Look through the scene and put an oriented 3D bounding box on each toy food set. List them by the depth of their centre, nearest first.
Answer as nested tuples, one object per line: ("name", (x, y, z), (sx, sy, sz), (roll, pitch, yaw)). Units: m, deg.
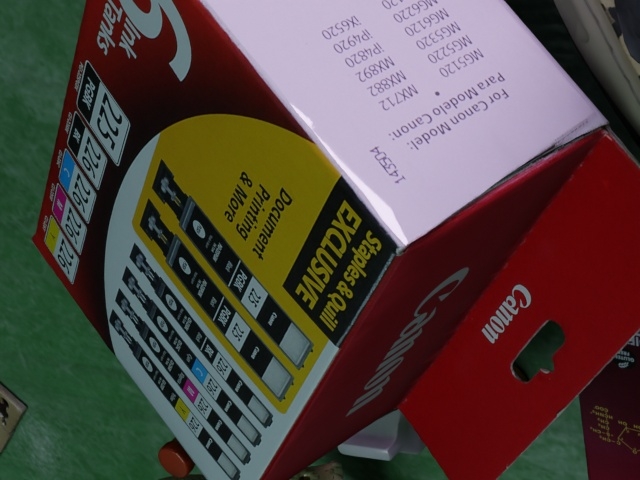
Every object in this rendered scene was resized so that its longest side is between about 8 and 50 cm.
("toy food set", (0.002, 0.094, 1.027), (0.232, 0.104, 0.111), (4, 124, 37))

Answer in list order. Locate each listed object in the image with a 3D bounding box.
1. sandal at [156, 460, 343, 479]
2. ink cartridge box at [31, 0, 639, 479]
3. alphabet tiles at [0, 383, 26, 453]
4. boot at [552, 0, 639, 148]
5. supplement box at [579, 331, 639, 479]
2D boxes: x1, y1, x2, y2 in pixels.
("sandal", (0.007, 0.177, 1.081), (0.240, 0.088, 0.079), (22, 119, -14))
("ink cartridge box", (0.000, 0.000, 0.815), (0.272, 0.130, 0.309), (51, 150, 15))
("alphabet tiles", (-0.345, 0.088, 1.374), (0.237, 0.009, 0.198), (41, 138, 4))
("boot", (0.235, -0.045, 0.600), (0.377, 0.138, 0.284), (59, 167, 7))
("supplement box", (0.215, 0.121, 0.904), (0.130, 0.073, 0.239), (11, 129, 32))
